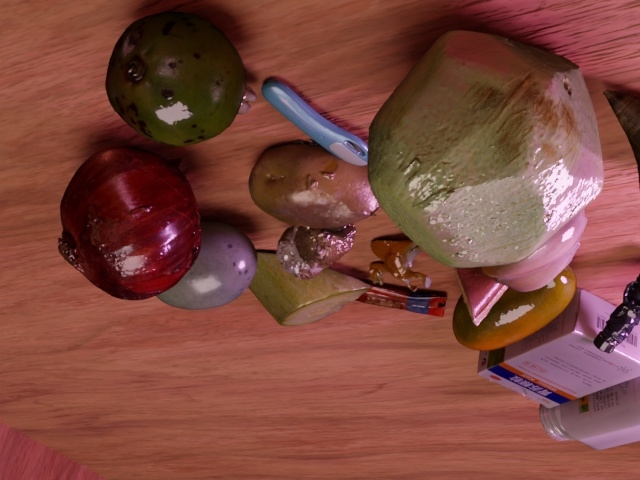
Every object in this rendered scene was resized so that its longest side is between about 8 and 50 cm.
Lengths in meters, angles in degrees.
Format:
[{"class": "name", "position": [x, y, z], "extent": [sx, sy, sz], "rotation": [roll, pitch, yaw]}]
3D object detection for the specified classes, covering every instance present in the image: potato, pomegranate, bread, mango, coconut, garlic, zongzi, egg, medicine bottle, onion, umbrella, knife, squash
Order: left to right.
[{"class": "onion", "position": [-0.332, -0.025, 1.714], "extent": [0.276, 0.276, 0.276], "rotation": [9, 149, 5]}, {"class": "pomegranate", "position": [-0.190, -0.227, 1.427], "extent": [0.202, 0.202, 0.248], "rotation": [-7, 172, 30]}, {"class": "egg", "position": [-0.227, 0.048, 1.890], "extent": [0.237, 0.169, 0.169], "rotation": [-7, 144, 32]}, {"class": "squash", "position": [-0.051, 0.081, 2.017], "extent": [0.204, 0.155, 0.237], "rotation": [-7, 160, -34]}, {"class": "potato", "position": [-0.017, -0.092, 1.657], "extent": [0.243, 0.098, 0.138], "rotation": [-4, 144, 24]}, {"class": "knife", "position": [-0.004, -0.185, 1.559], "extent": [0.222, 0.031, 0.064], "rotation": [35, 147, -27]}, {"class": "bread", "position": [0.293, 0.041, 1.748], "extent": [0.119, 0.192, 0.067], "rotation": [40, 171, 19]}, {"class": "coconut", "position": [0.226, -0.131, 1.327], "extent": [0.329, 0.328, 0.281], "rotation": [19, 178, -11]}, {"class": "mango", "position": [0.361, 0.115, 1.830], "extent": [0.146, 0.129, 0.289], "rotation": [40, 137, -23]}, {"class": "garlic", "position": [0.322, -0.021, 1.600], "extent": [0.217, 0.110, 0.228], "rotation": [35, 127, -10]}, {"class": "medicine bottle", "position": [0.605, 0.332, 2.052], "extent": [0.124, 0.179, 0.324], "rotation": [28, 145, -25]}, {"class": "umbrella", "position": [0.555, 0.119, 1.750], "extent": [0.080, 0.071, 0.224], "rotation": [22, 126, -11]}, {"class": "zongzi", "position": [0.466, -0.132, 1.443], "extent": [0.184, 0.084, 0.187], "rotation": [26, 154, 5]}]

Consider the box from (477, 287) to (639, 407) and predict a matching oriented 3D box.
[{"class": "box", "position": [0.486, 0.222, 1.984], "extent": [0.200, 0.106, 0.299], "rotation": [26, 146, -19]}]

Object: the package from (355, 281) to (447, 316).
[{"class": "package", "position": [0.155, 0.118, 2.012], "extent": [0.201, 0.022, 0.083], "rotation": [9, 150, 6]}]

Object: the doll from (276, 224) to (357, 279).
[{"class": "doll", "position": [0.000, -0.007, 1.779], "extent": [0.115, 0.105, 0.221], "rotation": [-15, 162, -31]}]

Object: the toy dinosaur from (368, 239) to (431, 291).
[{"class": "toy dinosaur", "position": [0.145, 0.024, 1.850], "extent": [0.142, 0.057, 0.212], "rotation": [19, 143, 28]}]
